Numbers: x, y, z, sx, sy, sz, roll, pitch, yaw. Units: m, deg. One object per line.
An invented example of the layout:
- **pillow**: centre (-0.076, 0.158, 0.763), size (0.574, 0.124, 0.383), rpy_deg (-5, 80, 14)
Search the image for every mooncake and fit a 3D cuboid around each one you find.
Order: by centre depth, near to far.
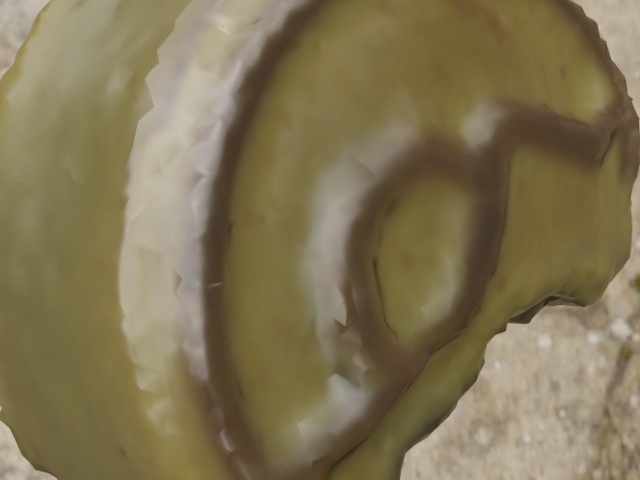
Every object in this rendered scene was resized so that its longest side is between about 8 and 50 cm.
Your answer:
- **mooncake**: centre (0.000, 0.000, 0.955), size (0.246, 0.393, 0.394), rpy_deg (7, 72, 43)
